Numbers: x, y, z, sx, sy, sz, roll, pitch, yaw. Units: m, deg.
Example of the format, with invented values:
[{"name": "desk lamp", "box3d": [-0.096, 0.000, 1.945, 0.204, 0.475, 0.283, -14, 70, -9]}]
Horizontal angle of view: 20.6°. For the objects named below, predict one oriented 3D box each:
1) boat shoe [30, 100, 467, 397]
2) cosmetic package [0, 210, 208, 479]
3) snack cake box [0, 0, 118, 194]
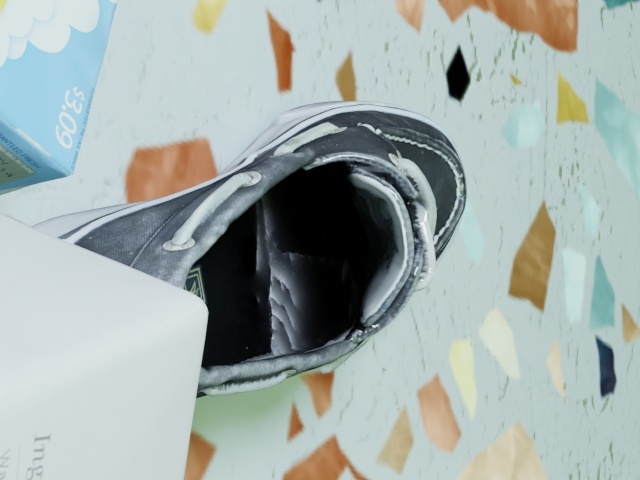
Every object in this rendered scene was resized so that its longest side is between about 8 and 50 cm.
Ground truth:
[{"name": "boat shoe", "box3d": [0.000, 0.000, 0.722, 0.301, 0.102, 0.108, -18, 100, -55]}, {"name": "cosmetic package", "box3d": [-0.144, 0.080, 0.417, 0.183, 0.151, 0.151, -22, 127, -55]}, {"name": "snack cake box", "box3d": [-0.127, -0.157, 0.557, 0.152, 0.089, 0.264, 42, 46, -42]}]
